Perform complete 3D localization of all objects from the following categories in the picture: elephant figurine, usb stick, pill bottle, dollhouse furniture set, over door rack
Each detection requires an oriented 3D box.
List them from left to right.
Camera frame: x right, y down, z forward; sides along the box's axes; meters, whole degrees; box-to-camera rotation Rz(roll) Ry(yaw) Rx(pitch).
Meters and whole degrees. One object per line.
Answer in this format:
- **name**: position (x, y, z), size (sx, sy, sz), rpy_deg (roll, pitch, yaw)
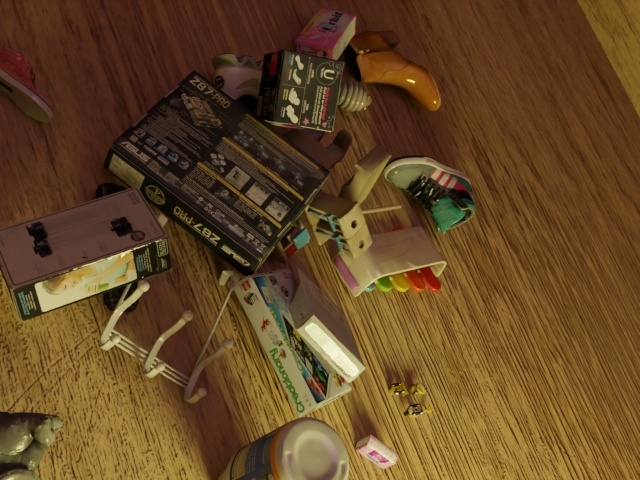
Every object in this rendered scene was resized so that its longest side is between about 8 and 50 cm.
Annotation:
- **elephant figurine**: position (-0.502, 0.400, 1.442), size (0.186, 0.169, 0.240), rpy_deg (3, 76, -4)
- **usb stick**: position (-0.411, 0.010, 1.804), size (0.077, 0.045, 0.278), rpy_deg (13, 57, -41)
- **over door rack**: position (-0.277, 0.123, 1.762), size (0.239, 0.108, 0.324), rpy_deg (40, 46, -30)
- **pill bottle**: position (-0.082, 0.434, 1.643), size (0.152, 0.272, 0.152), rpy_deg (19, 54, -28)
- **dollhouse furniture set**: position (0.000, 0.000, 2.038), size (0.183, 0.129, 0.129), rpy_deg (-43, 132, -25)
- **dollhouse furniture set**: position (0.021, -0.201, 2.138), size (0.242, 0.161, 0.212), rpy_deg (39, 46, 9)

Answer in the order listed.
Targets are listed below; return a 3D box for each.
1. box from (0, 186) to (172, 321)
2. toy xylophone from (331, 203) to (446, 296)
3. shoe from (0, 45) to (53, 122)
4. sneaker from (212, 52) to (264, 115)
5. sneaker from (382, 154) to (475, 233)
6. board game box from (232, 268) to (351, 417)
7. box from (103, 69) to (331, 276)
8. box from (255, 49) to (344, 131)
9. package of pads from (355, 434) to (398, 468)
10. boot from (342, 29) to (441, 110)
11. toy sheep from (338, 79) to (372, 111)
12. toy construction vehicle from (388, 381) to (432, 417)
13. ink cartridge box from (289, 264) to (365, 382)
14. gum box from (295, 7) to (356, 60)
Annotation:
- **box**: position (-0.440, 0.019, 1.641), size (0.290, 0.087, 0.169), rpy_deg (-20, 47, -22)
- **toy xylophone**: position (0.170, 0.024, 2.204), size (0.322, 0.081, 0.236), rpy_deg (-2, 53, -36)
- **shoe**: position (-0.608, -0.325, 1.839), size (0.178, 0.063, 0.081), rpy_deg (38, 53, -7)
- **sneaker**: position (-0.122, -0.360, 2.209), size (0.330, 0.122, 0.146), rpy_deg (1, 82, -38)
- **sneaker**: position (0.302, -0.110, 2.367), size (0.295, 0.124, 0.178), rpy_deg (12, 48, -33)
- **board game box**: position (-0.056, 0.210, 1.898), size (0.305, 0.053, 0.193), rpy_deg (62, 23, 10)
- **box**: position (-0.217, -0.154, 1.940), size (0.395, 0.097, 0.318), rpy_deg (36, 53, -1)
- **box**: position (-0.051, -0.334, 2.014), size (0.142, 0.247, 0.163), rpy_deg (7, 97, -14)
- **package of pads**: position (0.122, 0.458, 1.936), size (0.083, 0.050, 0.032), rpy_deg (38, 48, -12)
- **boot**: position (0.189, -0.462, 2.509), size (0.211, 0.104, 0.295), rpy_deg (-25, 76, -38)
- **toy sheep**: position (0.076, -0.388, 2.383), size (0.132, 0.091, 0.091), rpy_deg (11, 57, -16)
- **toy construction vehicle**: position (0.208, 0.369, 2.070), size (0.098, 0.035, 0.086), rpy_deg (-3, 55, -41)
- **ink cartridge box**: position (0.003, 0.179, 1.951), size (0.189, 0.066, 0.232), rpy_deg (47, 5, -26)
- **gum box**: position (0.013, -0.548, 2.409), size (0.107, 0.062, 0.188), rpy_deg (16, 47, 14)
